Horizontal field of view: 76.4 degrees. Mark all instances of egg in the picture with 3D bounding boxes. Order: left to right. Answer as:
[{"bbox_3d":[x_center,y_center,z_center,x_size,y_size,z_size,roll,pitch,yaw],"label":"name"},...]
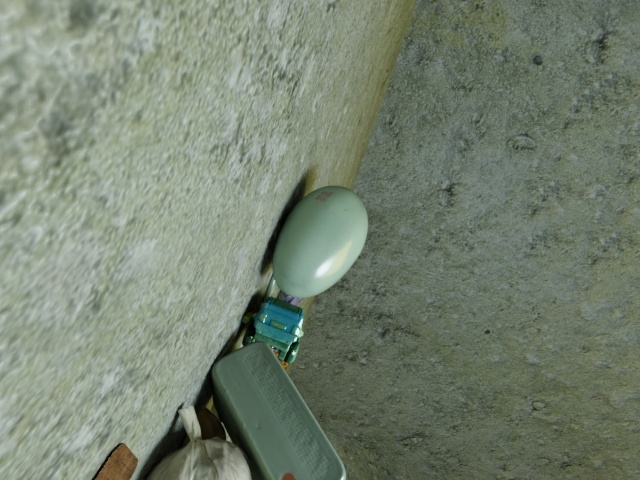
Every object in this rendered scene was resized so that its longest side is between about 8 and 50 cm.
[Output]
[{"bbox_3d":[0.000,0.000,1.137,0.371,0.230,0.230,-59,169,-32],"label":"egg"}]

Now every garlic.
[{"bbox_3d":[-0.247,0.444,0.823,0.218,0.219,0.212,71,11,-80],"label":"garlic"},{"bbox_3d":[-0.281,0.502,0.960,0.195,0.101,0.087,-64,-178,-7],"label":"garlic"}]

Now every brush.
[{"bbox_3d":[-0.194,0.206,1.121,0.021,0.019,0.083,-60,177,15],"label":"brush"}]

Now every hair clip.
[{"bbox_3d":[-0.135,0.272,1.438,0.278,0.090,0.137,-60,146,-50],"label":"hair clip"}]

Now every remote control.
[{"bbox_3d":[-0.149,0.140,1.275,0.053,0.018,0.124,15,96,-85],"label":"remote control"}]

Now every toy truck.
[{"bbox_3d":[-0.123,0.256,1.186,0.279,0.155,0.156,109,3,-80],"label":"toy truck"}]

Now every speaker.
[{"bbox_3d":[-0.110,0.446,0.959,0.183,0.406,0.184,-23,144,-27],"label":"speaker"}]

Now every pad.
[{"bbox_3d":[-0.343,0.493,0.648,0.323,0.055,0.250,79,28,-44],"label":"pad"}]

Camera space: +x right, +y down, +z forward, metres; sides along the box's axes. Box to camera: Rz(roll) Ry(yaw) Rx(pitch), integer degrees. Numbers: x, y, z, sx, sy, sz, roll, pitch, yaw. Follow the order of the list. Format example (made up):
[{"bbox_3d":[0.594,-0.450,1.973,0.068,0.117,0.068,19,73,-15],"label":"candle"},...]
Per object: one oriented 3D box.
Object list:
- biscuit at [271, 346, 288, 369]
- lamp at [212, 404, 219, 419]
[{"bbox_3d":[-0.183,0.463,1.545,0.312,0.111,0.318,-43,148,-74],"label":"biscuit"},{"bbox_3d":[-0.302,0.541,1.156,0.056,0.050,0.198,-19,131,-78],"label":"lamp"}]
